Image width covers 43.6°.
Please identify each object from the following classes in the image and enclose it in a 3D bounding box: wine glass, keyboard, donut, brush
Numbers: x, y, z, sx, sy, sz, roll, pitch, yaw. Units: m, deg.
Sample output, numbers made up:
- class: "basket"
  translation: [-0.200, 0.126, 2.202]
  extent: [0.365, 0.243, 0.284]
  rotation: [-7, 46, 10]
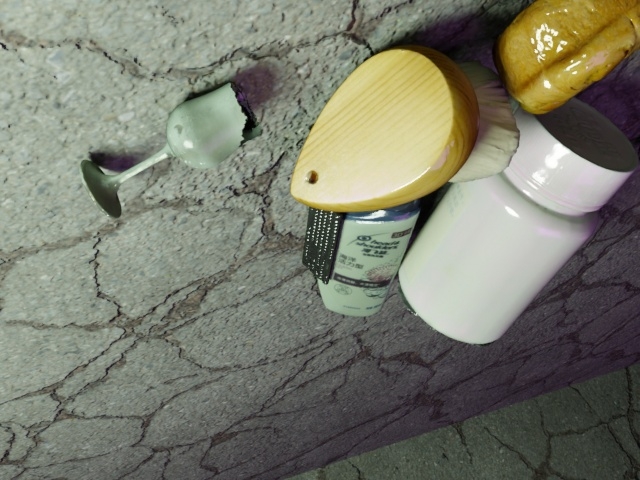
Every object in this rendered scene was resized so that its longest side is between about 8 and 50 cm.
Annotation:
- class: "wine glass"
  translation: [-0.164, -0.102, 0.889]
  extent: [0.195, 0.079, 0.079]
  rotation: [-28, 153, 8]
- class: "keyboard"
  translation: [0.000, 0.000, 1.227]
  extent: [0.013, 0.061, 0.204]
  rotation: [-38, 159, -25]
- class: "donut"
  translation: [0.304, -0.240, 0.923]
  extent: [0.226, 0.114, 0.226]
  rotation: [-33, 178, -2]
- class: "brush"
  translation: [0.094, -0.119, 0.990]
  extent: [0.266, 0.174, 0.166]
  rotation: [-31, 163, 30]

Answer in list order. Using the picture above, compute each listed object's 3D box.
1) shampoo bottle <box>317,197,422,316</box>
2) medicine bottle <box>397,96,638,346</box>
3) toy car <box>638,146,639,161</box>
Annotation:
- class: "shampoo bottle"
  translation: [0.066, 0.008, 1.269]
  extent: [0.134, 0.078, 0.359]
  rotation: [6, 149, -4]
- class: "medicine bottle"
  translation: [0.288, -0.028, 1.227]
  extent: [0.213, 0.213, 0.379]
  rotation: [-4, 139, -35]
- class: "toy car"
  translation: [0.653, -0.194, 1.384]
  extent: [0.209, 0.089, 0.108]
  rotation: [-31, 152, 9]
